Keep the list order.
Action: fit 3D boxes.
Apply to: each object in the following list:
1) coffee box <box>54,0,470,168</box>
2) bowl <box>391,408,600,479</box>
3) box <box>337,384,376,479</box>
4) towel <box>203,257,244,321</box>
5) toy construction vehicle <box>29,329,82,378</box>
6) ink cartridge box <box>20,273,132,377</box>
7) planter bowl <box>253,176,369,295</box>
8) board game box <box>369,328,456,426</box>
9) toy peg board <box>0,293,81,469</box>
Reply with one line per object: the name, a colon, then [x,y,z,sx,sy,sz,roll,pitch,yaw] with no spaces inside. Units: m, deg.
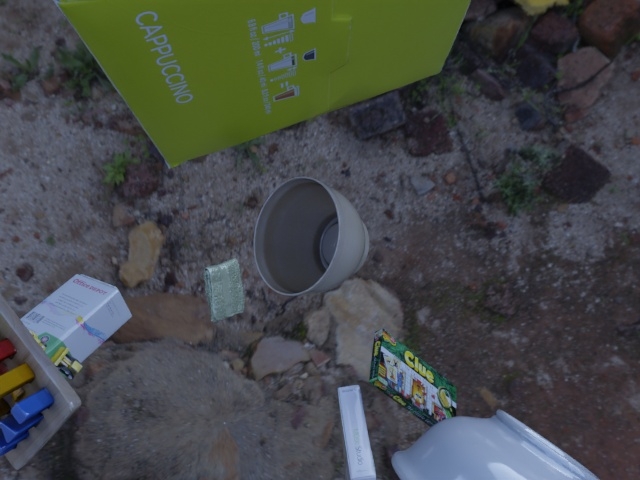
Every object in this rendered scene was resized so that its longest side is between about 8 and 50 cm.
coffee box: [-0.069,-0.314,0.602,0.337,0.338,0.335,-20,79,-5]
bowl: [0.245,0.306,0.799,0.297,0.298,0.134,35,89,2]
box: [0.084,0.520,1.468,0.058,0.322,0.232,-5,38,-3]
towel: [-0.240,0.125,1.638,0.110,0.027,0.148,-20,111,-42]
toy construction vehicle: [-0.397,0.179,0.925,0.098,0.035,0.086,48,45,-18]
ink cartridge box: [-0.548,0.183,1.419,0.154,0.093,0.212,14,47,33]
planter bowl: [0.000,0.000,0.909,0.109,0.162,0.162,11,68,-47]
board game box: [0.208,0.316,1.421,0.259,0.030,0.136,39,36,-24]
toy peg board: [-0.369,0.168,0.705,0.161,0.161,0.079,50,32,7]
